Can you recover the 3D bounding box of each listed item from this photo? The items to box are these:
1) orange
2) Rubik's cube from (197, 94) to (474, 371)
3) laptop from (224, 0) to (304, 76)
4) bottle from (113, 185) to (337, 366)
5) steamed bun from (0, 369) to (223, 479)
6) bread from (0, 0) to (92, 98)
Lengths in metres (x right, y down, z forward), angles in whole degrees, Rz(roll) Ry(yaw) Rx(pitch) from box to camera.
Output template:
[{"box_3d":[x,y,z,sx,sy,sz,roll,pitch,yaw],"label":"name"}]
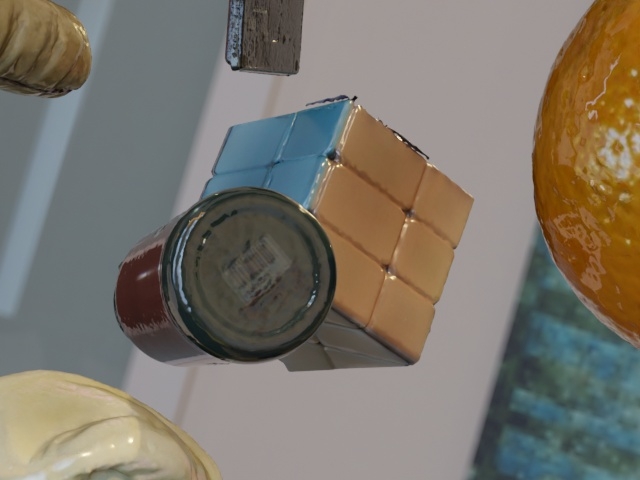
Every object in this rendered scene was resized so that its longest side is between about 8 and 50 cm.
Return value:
[{"box_3d":[0.377,-0.069,1.340,0.424,0.424,0.326,18,27,-44],"label":"orange"},{"box_3d":[0.000,0.000,1.927,0.221,0.225,0.231,36,-27,-32],"label":"Rubik's cube"},{"box_3d":[-0.059,-0.266,1.935,0.026,0.154,0.207,7,5,16],"label":"laptop"},{"box_3d":[-0.102,0.040,1.504,0.144,0.144,0.336,17,-10,-16],"label":"bottle"},{"box_3d":[-0.228,0.202,1.321,0.207,0.268,0.280,51,-5,39],"label":"steamed bun"},{"box_3d":[-0.214,-0.128,1.023,0.214,0.073,0.053,20,27,-54],"label":"bread"}]
